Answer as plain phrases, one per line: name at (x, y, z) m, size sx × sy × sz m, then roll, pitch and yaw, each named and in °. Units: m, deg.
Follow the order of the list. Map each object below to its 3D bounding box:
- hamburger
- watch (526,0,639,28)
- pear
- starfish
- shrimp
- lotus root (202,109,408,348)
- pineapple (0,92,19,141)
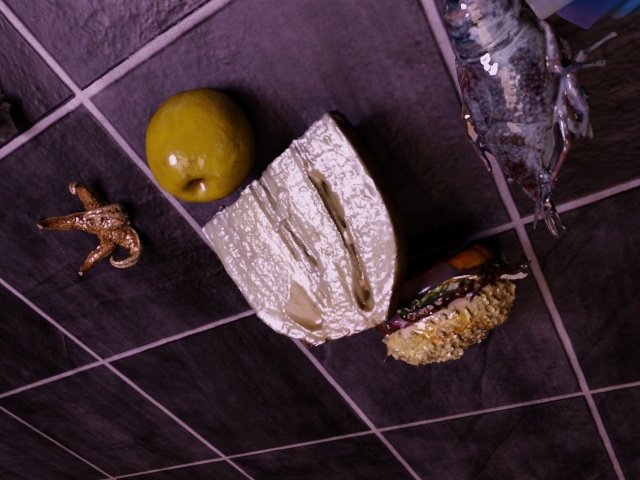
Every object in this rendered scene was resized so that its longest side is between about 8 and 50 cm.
hamburger at (0.203, 0.100, 0.732) m, size 0.262 × 0.243 × 0.138 m, roll -38°, pitch 77°, yaw 34°
watch at (0.259, -0.321, 0.345) m, size 0.305 × 0.241 × 0.274 m, roll 15°, pitch 144°, yaw -23°
pear at (-0.164, -0.131, 0.648) m, size 0.149 × 0.162 × 0.149 m, roll -2°, pitch 145°, yaw -2°
starfish at (-0.405, -0.026, 0.820) m, size 0.146 × 0.074 × 0.190 m, roll -2°, pitch 128°, yaw 9°
shrimp at (0.258, -0.169, 0.551) m, size 0.172 × 0.137 × 0.372 m, roll -14°, pitch 126°, yaw 40°
lotus root at (0.016, 0.004, 0.669) m, size 0.267 × 0.149 × 0.260 m, roll -38°, pitch 83°, yaw 27°
pineapple at (-0.590, -0.174, 0.717) m, size 0.251 × 0.125 × 0.125 m, roll -10°, pitch 127°, yaw 10°
